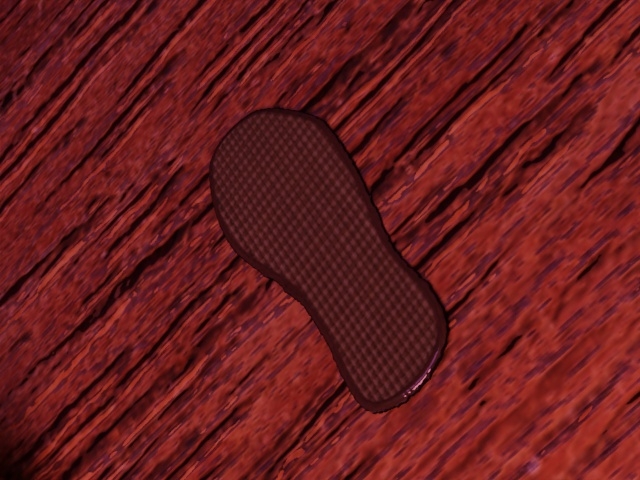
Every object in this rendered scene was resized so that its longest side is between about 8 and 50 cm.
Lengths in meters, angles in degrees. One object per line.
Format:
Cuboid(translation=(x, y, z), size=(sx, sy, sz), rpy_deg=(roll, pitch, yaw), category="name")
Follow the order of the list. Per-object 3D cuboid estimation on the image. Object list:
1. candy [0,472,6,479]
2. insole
Cuboid(translation=(-0.288, 0.207, 1.066), size=(0.276, 0.088, 0.146), rpy_deg=(-43, 47, -5), category="candy")
Cuboid(translation=(0.000, 0.000, 1.031), size=(0.086, 0.005, 0.253), rpy_deg=(-49, 40, 10), category="insole")
